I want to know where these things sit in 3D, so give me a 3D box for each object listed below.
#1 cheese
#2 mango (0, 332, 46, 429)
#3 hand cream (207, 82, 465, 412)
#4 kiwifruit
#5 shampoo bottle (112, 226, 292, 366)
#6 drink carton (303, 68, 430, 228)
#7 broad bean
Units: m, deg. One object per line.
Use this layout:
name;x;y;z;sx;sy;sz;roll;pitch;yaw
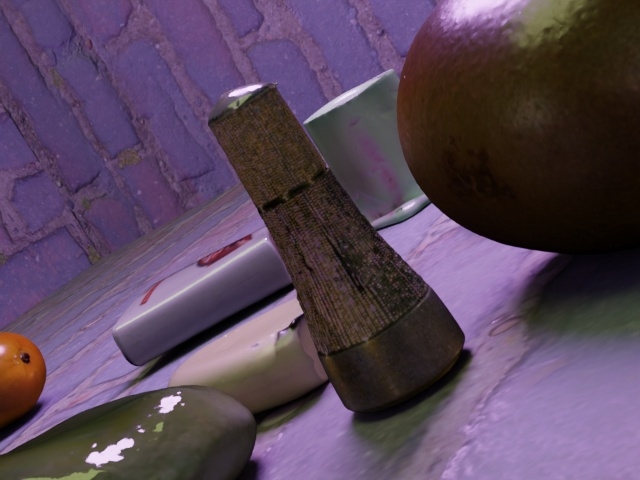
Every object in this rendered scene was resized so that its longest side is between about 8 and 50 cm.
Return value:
cheese;-0.088;0.109;0.832;0.255;0.050;0.127;-26;10;31
mango;-0.421;0.184;1.368;0.145;0.112;0.219;-41;9;-33
hand cream;0.000;0.000;0.635;0.084;0.203;0.084;-32;8;5
kiwifruit;0.153;-0.084;0.648;0.196;0.196;0.234;-33;15;-12
shampoo bottle;-0.078;0.032;1.172;0.284;0.071;0.153;-30;8;16
drink carton;0.064;-0.102;1.212;0.146;0.142;0.144;-39;11;-34
broad bean;-0.145;0.151;0.649;0.228;0.100;0.169;-34;16;-31
